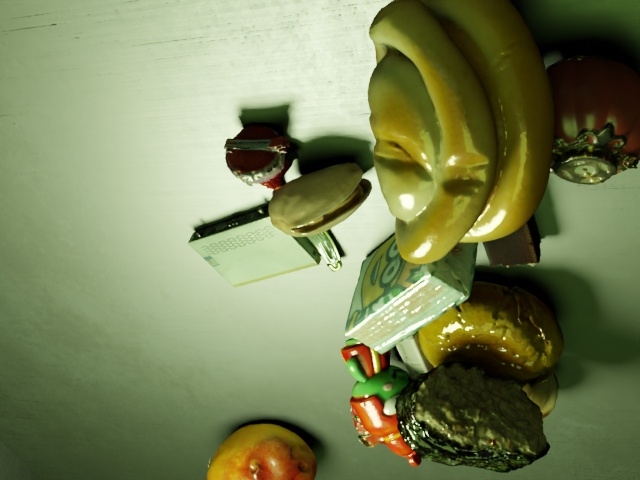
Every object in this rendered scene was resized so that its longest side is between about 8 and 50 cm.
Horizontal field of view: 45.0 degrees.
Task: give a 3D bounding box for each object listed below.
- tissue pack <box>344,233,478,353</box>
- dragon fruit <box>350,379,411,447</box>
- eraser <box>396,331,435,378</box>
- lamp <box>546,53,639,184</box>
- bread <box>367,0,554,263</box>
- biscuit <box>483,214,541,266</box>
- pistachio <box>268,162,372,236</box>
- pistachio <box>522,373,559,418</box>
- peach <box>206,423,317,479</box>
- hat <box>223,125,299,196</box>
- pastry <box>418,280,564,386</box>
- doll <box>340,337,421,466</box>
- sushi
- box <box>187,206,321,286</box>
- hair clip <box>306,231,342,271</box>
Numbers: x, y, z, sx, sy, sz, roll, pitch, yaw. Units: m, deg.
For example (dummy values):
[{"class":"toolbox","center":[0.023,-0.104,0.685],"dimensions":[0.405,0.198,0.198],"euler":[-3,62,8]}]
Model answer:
[{"class":"tissue pack","center":[0.195,0.075,1.636],"dimensions":[0.128,0.227,0.311],"euler":[30,138,-15]},{"class":"dragon fruit","center":[0.214,0.482,2.130],"dimensions":[0.269,0.198,0.200],"euler":[12,-177,9]},{"class":"eraser","center":[0.250,0.286,1.971],"dimensions":[0.061,0.089,0.351],"euler":[-3,136,25]},{"class":"lamp","center":[0.432,-0.202,1.255],"dimensions":[0.227,0.226,0.226],"euler":[10,140,8]},{"class":"bread","center":[0.190,-0.188,1.232],"dimensions":[0.245,0.329,0.423],"euler":[-16,115,-15]},{"class":"biscuit","center":[0.373,-0.043,1.560],"dimensions":[0.106,0.070,0.252],"euler":[-6,136,25]},{"class":"pistachio","center":[-0.005,-0.083,1.574],"dimensions":[0.223,0.152,0.126],"euler":[-22,127,18]},{"class":"pistachio","center":[0.510,0.388,1.973],"dimensions":[0.210,0.131,0.165],"euler":[-40,74,26]},{"class":"peach","center":[-0.188,0.741,2.493],"dimensions":[0.373,0.289,0.372],"euler":[10,149,6]},{"class":"hat","center":[-0.102,-0.145,1.597],"dimensions":[0.140,0.128,0.227],"euler":[-16,151,11]},{"class":"pastry","center":[0.389,0.229,1.801],"dimensions":[0.356,0.163,0.356],"euler":[11,144,8]},{"class":"doll","center":[0.166,0.408,1.970],"dimensions":[0.160,0.183,0.363],"euler":[-31,83,30]},{"class":"sushi","center":[0.346,0.402,1.745],"dimensions":[0.350,0.210,0.170],"euler":[22,139,-10]},{"class":"box","center":[-0.158,0.016,1.829],"dimensions":[0.270,0.045,0.211],"euler":[-18,130,35]},{"class":"hair clip","center":[0.000,0.000,1.765],"dimensions":[0.060,0.033,0.188],"euler":[-14,130,28]}]
